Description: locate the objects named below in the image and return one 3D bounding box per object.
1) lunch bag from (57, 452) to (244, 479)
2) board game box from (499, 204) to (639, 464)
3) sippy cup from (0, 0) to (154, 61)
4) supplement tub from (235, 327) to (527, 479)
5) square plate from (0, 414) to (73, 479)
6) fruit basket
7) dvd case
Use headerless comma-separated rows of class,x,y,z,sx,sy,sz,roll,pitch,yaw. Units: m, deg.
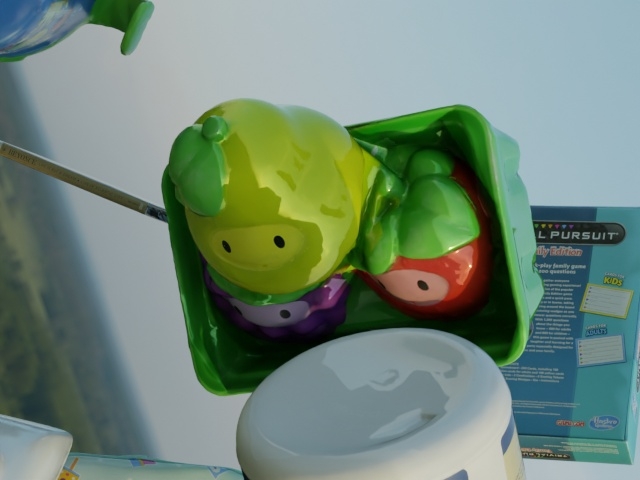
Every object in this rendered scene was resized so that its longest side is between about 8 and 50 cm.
lunch bag,-0.194,0.342,1.876,0.108,0.279,0.224,124,-33,-51
board game box,0.292,0.116,2.330,0.079,0.254,0.336,63,34,-56
sippy cup,-0.326,-0.277,1.747,0.224,0.306,0.240,-96,176,-75
supplement tub,0.069,0.258,1.510,0.228,0.228,0.316,-124,-161,-63
square plate,-0.443,0.263,1.607,0.049,0.344,0.347,93,14,-53
fruit basket,0.000,0.000,1.699,0.392,0.392,0.282,-174,-107,-82
dvd case,-0.239,-0.056,1.974,0.221,0.018,0.164,21,-1,26
